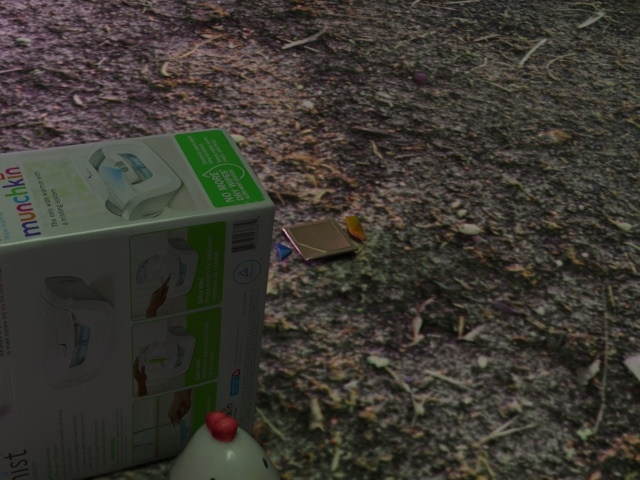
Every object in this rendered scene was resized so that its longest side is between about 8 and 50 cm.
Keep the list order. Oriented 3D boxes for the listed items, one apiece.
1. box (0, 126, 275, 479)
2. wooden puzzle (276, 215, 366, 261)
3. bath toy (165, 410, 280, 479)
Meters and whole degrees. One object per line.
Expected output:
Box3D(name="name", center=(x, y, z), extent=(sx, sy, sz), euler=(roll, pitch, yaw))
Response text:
Box3D(name="box", center=(-0.171, 0.061, 0.767), extent=(0.231, 0.262, 0.126), euler=(-10, 40, -21))
Box3D(name="wooden puzzle", center=(0.000, 0.000, 1.085), extent=(0.116, 0.014, 0.078), euler=(-7, 35, -19))
Box3D(name="bath toy", center=(-0.169, 0.226, 0.664), extent=(0.348, 0.129, 0.151), euler=(-21, 46, -34))
